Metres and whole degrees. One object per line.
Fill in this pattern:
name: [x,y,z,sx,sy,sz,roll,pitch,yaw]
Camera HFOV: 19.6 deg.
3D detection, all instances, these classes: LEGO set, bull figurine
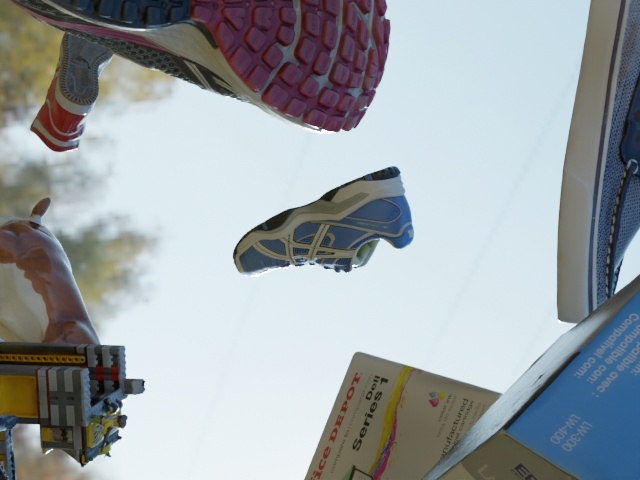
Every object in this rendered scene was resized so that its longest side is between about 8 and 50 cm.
LEGO set: [-0.259,0.206,1.530,0.331,0.192,0.255,-7,97,-74]
bull figurine: [-0.325,0.055,1.973,0.101,0.188,0.310,-53,-130,24]

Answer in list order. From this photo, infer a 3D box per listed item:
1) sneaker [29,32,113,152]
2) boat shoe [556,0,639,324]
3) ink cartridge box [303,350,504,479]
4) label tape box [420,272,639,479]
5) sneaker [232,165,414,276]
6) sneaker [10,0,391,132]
sneaker: [-0.191,-0.115,1.423,0.118,0.042,0.067,-84,-161,-54]
boat shoe: [0.295,-0.085,1.595,0.127,0.158,0.341,65,34,-70]
ink cartridge box: [0.104,0.234,1.786,0.278,0.117,0.201,11,-102,62]
label tape box: [0.208,0.110,1.276,0.115,0.249,0.348,45,-31,6]
sneaker: [0.000,0.000,1.833,0.211,0.080,0.081,-24,-91,34]
sneaker: [-0.080,-0.156,1.144,0.112,0.299,0.121,5,-106,54]
